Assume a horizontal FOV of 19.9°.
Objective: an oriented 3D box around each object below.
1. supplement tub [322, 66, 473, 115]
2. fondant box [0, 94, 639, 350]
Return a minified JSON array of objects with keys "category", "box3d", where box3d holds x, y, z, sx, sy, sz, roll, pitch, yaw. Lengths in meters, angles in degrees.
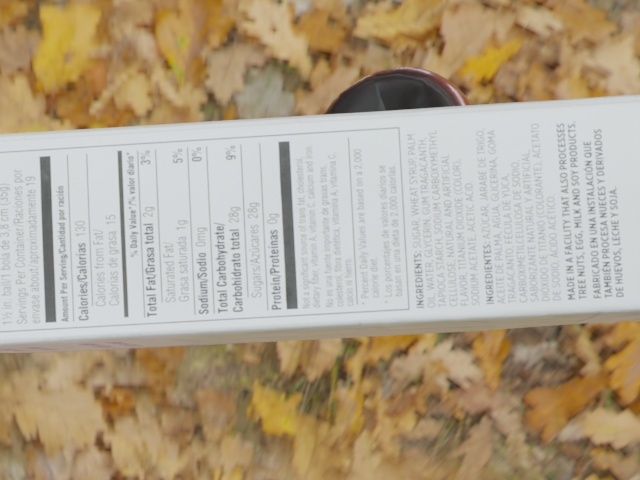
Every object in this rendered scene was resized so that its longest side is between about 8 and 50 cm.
[{"category":"supplement tub","box3d":[0.077,-0.019,1.101,0.106,0.198,0.106,-10,65,23]},{"category":"fondant box","box3d":[0.000,0.000,0.865,0.330,0.238,0.096,-2,86,4]}]
